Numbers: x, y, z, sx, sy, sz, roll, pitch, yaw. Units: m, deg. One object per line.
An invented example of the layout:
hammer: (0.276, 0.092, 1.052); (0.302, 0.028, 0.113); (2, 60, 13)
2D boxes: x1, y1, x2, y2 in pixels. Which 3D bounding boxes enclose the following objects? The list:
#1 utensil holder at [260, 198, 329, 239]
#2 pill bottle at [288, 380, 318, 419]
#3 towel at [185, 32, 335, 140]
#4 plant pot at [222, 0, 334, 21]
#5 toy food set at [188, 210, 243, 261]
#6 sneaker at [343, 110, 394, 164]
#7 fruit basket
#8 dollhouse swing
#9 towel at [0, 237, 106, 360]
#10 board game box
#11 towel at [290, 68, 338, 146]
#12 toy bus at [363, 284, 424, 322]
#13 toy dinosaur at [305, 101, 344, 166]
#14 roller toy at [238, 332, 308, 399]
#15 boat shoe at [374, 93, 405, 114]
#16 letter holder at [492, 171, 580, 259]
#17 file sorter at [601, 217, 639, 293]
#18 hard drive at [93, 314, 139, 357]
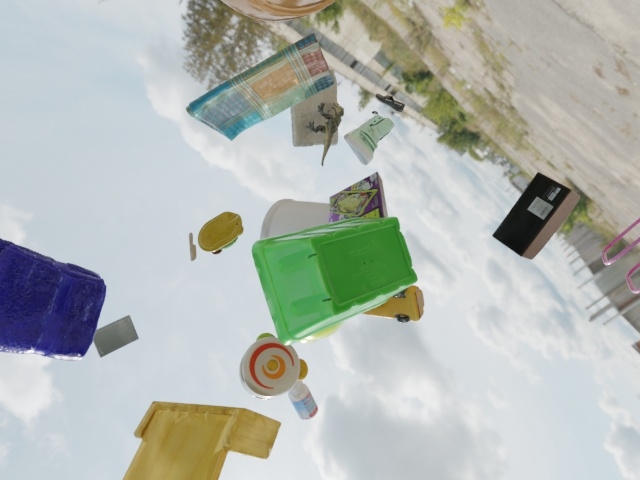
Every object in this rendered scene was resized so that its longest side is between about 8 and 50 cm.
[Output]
utensil holder: (0.000, 0.000, 1.862); (0.385, 0.328, 0.327); (8, -177, 32)
pill bottle: (-0.075, 0.620, 1.765); (0.087, 0.087, 0.160); (-81, -29, -63)
towel: (-0.148, -0.394, 1.212); (0.040, 0.369, 0.271); (66, -170, 7)
plant pot: (-0.021, -0.436, 0.557); (0.290, 0.291, 0.203); (23, -174, -39)
toy food set: (-0.353, -0.012, 1.569); (0.071, 0.217, 0.128); (47, -162, -58)
sneaker: (0.153, -0.316, 1.343); (0.094, 0.151, 0.256); (52, -169, -21)
fruit basket: (0.004, 0.107, 1.110); (0.392, 0.391, 0.283); (-10, -98, -63)
dollhouse swing: (-0.347, 0.646, 1.302); (0.315, 0.346, 0.305); (52, -141, -51)
towel: (-0.624, 0.143, 1.013); (0.308, 0.076, 0.228); (48, -139, -63)
board game box: (0.121, -0.089, 1.501); (0.056, 0.208, 0.347); (56, -159, -30)
towel: (-0.026, -0.494, 1.682); (0.187, 0.283, 0.049); (-7, -164, -21)
toy bus: (0.173, 0.169, 1.436); (0.130, 0.332, 0.108); (-38, -59, -47)
toy dinosaur: (0.018, -0.404, 1.580); (0.118, 0.064, 0.268); (35, -116, -36)
roller toy: (-0.165, 0.421, 1.472); (0.209, 0.146, 0.191); (43, -118, 5)
boat shoe: (0.237, -0.476, 1.534); (0.046, 0.038, 0.125); (-12, -133, -43)
letter holder: (0.872, -0.083, 1.786); (0.214, 0.302, 0.152); (14, -156, -43)
file sorter: (0.677, 0.068, 0.786); (0.291, 0.182, 0.202); (47, -153, 16)
hard drive: (-0.705, 0.327, 1.540); (0.135, 0.022, 0.094); (-26, -69, -35)
